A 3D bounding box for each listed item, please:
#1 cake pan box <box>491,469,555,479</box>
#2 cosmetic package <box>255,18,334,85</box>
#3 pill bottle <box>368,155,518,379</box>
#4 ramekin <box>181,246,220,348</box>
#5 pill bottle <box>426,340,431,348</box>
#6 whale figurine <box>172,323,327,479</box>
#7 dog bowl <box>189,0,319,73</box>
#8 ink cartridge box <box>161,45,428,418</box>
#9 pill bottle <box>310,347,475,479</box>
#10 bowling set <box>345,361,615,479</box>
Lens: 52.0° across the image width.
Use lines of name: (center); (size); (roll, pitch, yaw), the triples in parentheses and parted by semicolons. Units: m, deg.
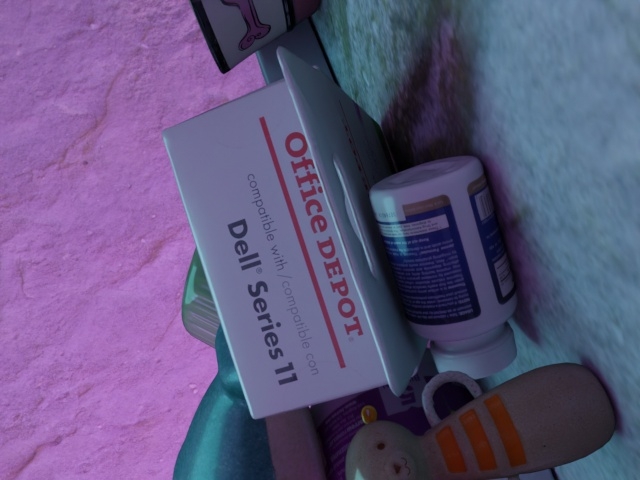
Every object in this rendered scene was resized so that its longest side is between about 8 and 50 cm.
cake pan box: (0.065, 0.291, 0.434); (0.070, 0.266, 0.246); (67, -174, -66)
cosmetic package: (-0.037, -0.240, 1.073); (0.284, 0.097, 0.377); (77, 174, -64)
pill bottle: (0.076, 0.017, 0.383); (0.067, 0.067, 0.120); (-113, 4, -77)
ramekin: (-0.056, 0.021, 0.848); (0.303, 0.148, 0.304); (22, -90, -85)
pill bottle: (0.082, 0.204, 0.873); (0.278, 0.162, 0.162); (72, 179, -49)
whale figurine: (-0.074, 0.186, 0.599); (0.216, 0.141, 0.272); (-114, 17, -54)
dog bowl: (-0.121, -0.422, 0.789); (0.408, 0.150, 0.408); (161, 90, -89)
ink cartridge box: (0.000, 0.000, 0.508); (0.353, 0.119, 0.207); (-7, -102, -77)
pill bottle: (0.103, 0.262, 0.585); (0.169, 0.169, 0.302); (72, 179, -51)
bowling set: (0.086, 0.173, 0.208); (0.200, 0.154, 0.287); (73, 178, -70)
